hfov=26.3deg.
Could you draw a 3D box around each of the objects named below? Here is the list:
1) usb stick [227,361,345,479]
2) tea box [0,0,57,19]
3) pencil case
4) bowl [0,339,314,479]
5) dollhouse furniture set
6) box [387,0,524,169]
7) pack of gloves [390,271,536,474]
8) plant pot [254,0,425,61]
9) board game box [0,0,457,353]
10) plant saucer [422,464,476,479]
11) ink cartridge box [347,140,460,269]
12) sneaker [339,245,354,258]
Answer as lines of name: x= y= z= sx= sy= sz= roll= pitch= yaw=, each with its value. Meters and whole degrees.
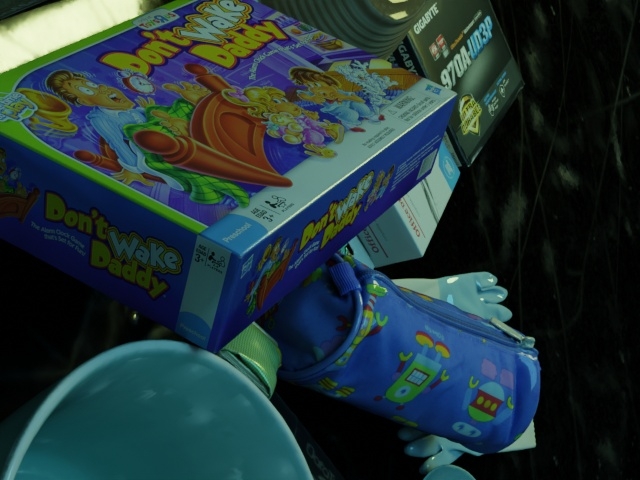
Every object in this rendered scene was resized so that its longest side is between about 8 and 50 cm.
usb stick: x=-0.010 y=0.212 z=1.156 sx=0.278 sy=0.045 sz=0.077 roll=55 pitch=30 yaw=-29
tea box: x=-0.113 y=-0.307 z=0.933 sx=0.323 sy=0.329 sz=0.220 roll=-39 pitch=111 yaw=-55
pencil case: x=0.082 y=0.101 z=1.229 sx=0.306 sy=0.133 sz=0.119 roll=25 pitch=25 yaw=-43
bowl: x=-0.141 y=0.227 z=0.845 sx=0.311 sy=0.163 sz=0.311 roll=27 pitch=56 yaw=-49
dollhouse furniture set: x=-0.071 y=0.047 z=1.073 sx=0.152 sy=0.058 sz=0.076 roll=44 pitch=15 yaw=-15
box: x=0.146 y=-0.199 z=1.535 sx=0.175 sy=0.051 sz=0.220 roll=63 pitch=35 yaw=-19
pack of gloves: x=0.131 y=0.134 z=1.414 sx=0.232 sy=0.046 sz=0.195 roll=-3 pitch=85 yaw=-49
plant pot: x=0.028 y=-0.256 z=1.277 sx=0.237 sy=0.110 sz=0.237 roll=-3 pitch=94 yaw=-47
board game box: x=-0.077 y=-0.072 z=0.995 sx=0.347 sy=0.233 sz=0.078 roll=-40 pitch=151 yaw=-55
plant saucer: x=0.119 y=0.315 z=1.316 sx=0.195 sy=0.037 sz=0.195 roll=27 pitch=56 yaw=-49
ink cartridge box: x=0.070 y=-0.048 z=1.356 sx=0.104 sy=0.060 sz=0.180 roll=58 pitch=37 yaw=-26
sneaker: x=0.000 y=0.000 z=1.219 sx=0.166 sy=0.076 sz=0.065 roll=42 pitch=46 yaw=-41
